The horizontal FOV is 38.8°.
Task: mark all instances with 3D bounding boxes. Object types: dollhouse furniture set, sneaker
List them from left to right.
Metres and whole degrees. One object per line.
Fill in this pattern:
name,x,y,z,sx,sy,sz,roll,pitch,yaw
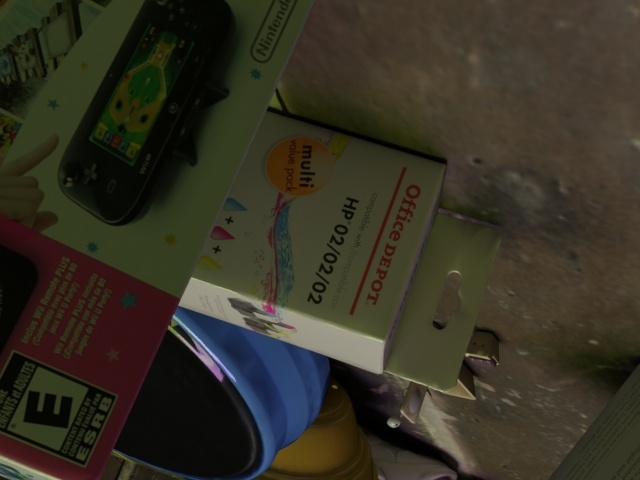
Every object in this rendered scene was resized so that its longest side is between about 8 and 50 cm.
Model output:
sneaker,0.057,0.260,1.079,0.305,0.114,0.152,29,-163,-49
dollhouse furniture set,0.102,0.125,0.709,0.091,0.081,0.114,7,154,34

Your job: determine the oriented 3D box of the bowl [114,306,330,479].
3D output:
bowl,-0.182,0.058,0.710,0.391,0.077,0.391,22,147,15

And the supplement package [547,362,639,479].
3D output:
supplement package,0.265,0.234,0.512,0.177,0.175,0.293,32,-171,-22

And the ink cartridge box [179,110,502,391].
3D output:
ink cartridge box,0.000,0.000,0.481,0.181,0.104,0.061,17,159,10

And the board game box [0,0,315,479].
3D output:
board game box,-0.183,-0.064,0.344,0.303,0.224,0.097,26,159,-11

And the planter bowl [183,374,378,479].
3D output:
planter bowl,-0.034,0.178,0.899,0.217,0.090,0.217,14,-159,-6
